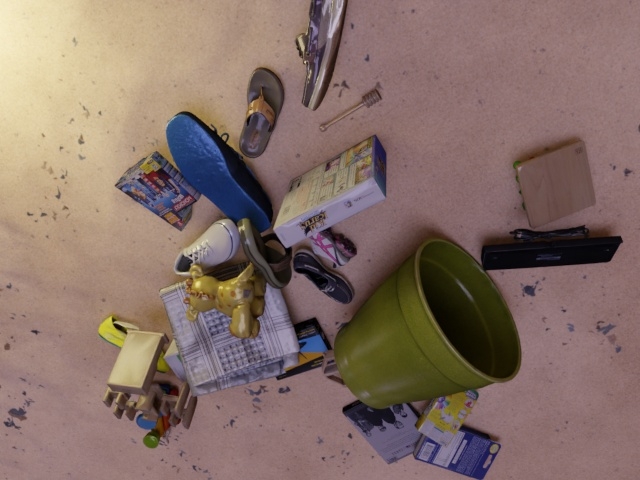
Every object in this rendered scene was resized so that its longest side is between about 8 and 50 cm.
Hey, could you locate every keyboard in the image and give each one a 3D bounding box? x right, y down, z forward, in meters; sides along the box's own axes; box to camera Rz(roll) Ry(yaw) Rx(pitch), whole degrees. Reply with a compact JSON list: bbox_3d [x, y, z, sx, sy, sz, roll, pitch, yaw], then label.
[{"bbox_3d":[0.545,0.014,1.515,0.317,0.033,0.201,-5,153,7],"label":"keyboard"}]

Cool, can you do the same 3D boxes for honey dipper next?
[{"bbox_3d":[0.066,-0.292,1.462,0.160,0.030,0.030,-30,110,22],"label":"honey dipper"}]

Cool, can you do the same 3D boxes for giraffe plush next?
[{"bbox_3d":[-0.239,0.141,1.552,0.170,0.181,0.210,5,156,11],"label":"giraffe plush"}]

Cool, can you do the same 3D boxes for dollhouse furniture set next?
[{"bbox_3d":[-0.457,0.373,1.714,0.212,0.161,0.242,4,142,11],"label":"dollhouse furniture set"}]

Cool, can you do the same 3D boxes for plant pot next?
[{"bbox_3d":[0.229,0.239,1.558,0.366,0.366,0.353,43,125,-15],"label":"plant pot"}]

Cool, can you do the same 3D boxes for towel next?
[{"bbox_3d":[-0.231,0.232,1.669,0.312,0.056,0.324,-17,103,-5],"label":"towel"}]

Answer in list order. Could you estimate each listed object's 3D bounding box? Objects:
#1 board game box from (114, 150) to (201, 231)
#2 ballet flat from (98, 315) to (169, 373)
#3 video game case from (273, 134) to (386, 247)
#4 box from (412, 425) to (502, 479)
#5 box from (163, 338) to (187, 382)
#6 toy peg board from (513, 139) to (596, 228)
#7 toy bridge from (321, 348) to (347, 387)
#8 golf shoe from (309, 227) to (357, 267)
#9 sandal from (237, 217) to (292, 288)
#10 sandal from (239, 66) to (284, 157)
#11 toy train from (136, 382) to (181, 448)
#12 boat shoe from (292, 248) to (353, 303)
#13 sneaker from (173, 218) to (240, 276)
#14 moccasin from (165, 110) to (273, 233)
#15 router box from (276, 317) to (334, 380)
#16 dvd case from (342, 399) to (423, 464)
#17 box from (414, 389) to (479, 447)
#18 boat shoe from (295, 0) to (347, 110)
[{"bbox_3d":[-0.371,-0.117,1.550,0.194,0.060,0.194,-21,123,44],"label":"board game box"},{"bbox_3d":[-0.514,0.289,1.800,0.231,0.077,0.077,33,99,-8],"label":"ballet flat"},{"bbox_3d":[0.029,-0.114,1.420,0.244,0.269,0.061,-28,112,19],"label":"video game case"},{"bbox_3d":[0.397,0.604,1.852,0.225,0.036,0.136,22,103,-9],"label":"box"},{"bbox_3d":[-0.362,0.319,1.777,0.087,0.102,0.101,-22,113,20],"label":"box"},{"bbox_3d":[0.529,-0.137,1.474,0.160,0.079,0.161,-22,114,-1],"label":"toy peg board"},{"bbox_3d":[0.037,0.354,1.751,0.063,0.026,0.188,-16,139,11],"label":"toy bridge"},{"bbox_3d":[0.000,0.000,1.595,0.186,0.067,0.086,41,116,-14],"label":"golf shoe"},{"bbox_3d":[-0.112,0.031,1.519,0.086,0.303,0.120,-24,67,3],"label":"sandal"},{"bbox_3d":[-0.144,-0.285,1.470,0.090,0.060,0.219,20,117,-4],"label":"sandal"},{"bbox_3d":[-0.480,0.559,1.888,0.105,0.143,0.248,2,117,6],"label":"toy train"},{"bbox_3d":[0.004,0.109,1.639,0.075,0.065,0.206,-32,117,32],"label":"boat shoe"},{"bbox_3d":[-0.282,0.032,1.570,0.094,0.091,0.258,55,139,4],"label":"sneaker"},{"bbox_3d":[-0.239,-0.161,1.517,0.137,0.117,0.342,-23,116,22],"label":"moccasin"},{"bbox_3d":[-0.066,0.302,1.767,0.178,0.046,0.133,-21,112,15],"label":"router box"},{"bbox_3d":[0.204,0.540,1.867,0.179,0.030,0.239,-32,110,20],"label":"dvd case"},{"bbox_3d":[0.354,0.473,1.782,0.105,0.043,0.179,34,91,-10],"label":"box"},{"bbox_3d":[-0.007,-0.425,1.366,0.092,0.103,0.285,16,114,4],"label":"boat shoe"}]
